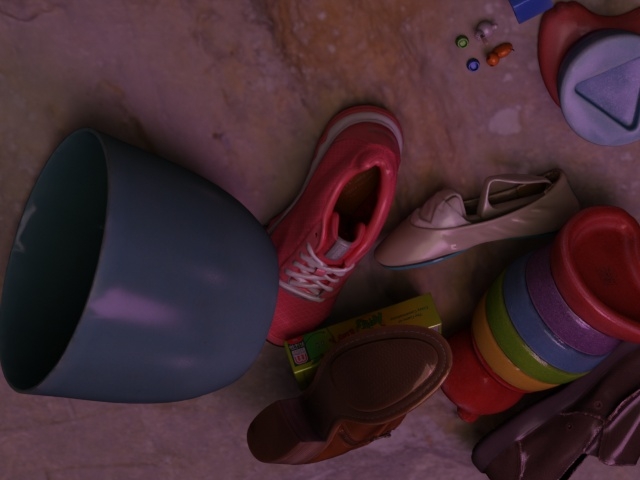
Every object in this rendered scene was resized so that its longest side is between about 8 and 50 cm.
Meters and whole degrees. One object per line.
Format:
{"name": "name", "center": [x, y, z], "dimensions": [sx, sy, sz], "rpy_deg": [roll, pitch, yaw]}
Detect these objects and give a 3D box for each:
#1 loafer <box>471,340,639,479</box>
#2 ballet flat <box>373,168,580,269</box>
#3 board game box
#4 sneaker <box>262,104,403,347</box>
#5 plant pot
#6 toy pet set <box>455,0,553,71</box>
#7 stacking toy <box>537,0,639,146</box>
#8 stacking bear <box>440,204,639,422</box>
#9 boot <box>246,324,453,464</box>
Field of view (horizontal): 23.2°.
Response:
{"name": "loafer", "center": [0.359, 0.208, 1.887], "dimensions": [0.366, 0.134, 0.130], "rpy_deg": [-39, 73, 22]}
{"name": "ballet flat", "center": [0.178, -0.032, 1.808], "dimensions": [0.248, 0.086, 0.086], "rpy_deg": [-13, 115, -8]}
{"name": "board game box", "center": [0.052, 0.121, 1.850], "dimensions": [0.181, 0.092, 0.043], "rpy_deg": [-19, 71, -2]}
{"name": "sneaker", "center": [0.000, -0.001, 1.776], "dimensions": [0.116, 0.136, 0.313], "rpy_deg": [20, 112, -13]}
{"name": "plant pot", "center": [-0.188, 0.046, 1.713], "dimensions": [0.235, 0.293, 0.293], "rpy_deg": [15, 113, -28]}
{"name": "toy pet set", "center": [0.196, -0.250, 1.716], "dimensions": [0.114, 0.065, 0.122], "rpy_deg": [-26, 114, 7]}
{"name": "stacking toy", "center": [0.402, -0.237, 1.704], "dimensions": [0.309, 0.130, 0.279], "rpy_deg": [-5, 115, -3]}
{"name": "stacking bear", "center": [0.247, 0.107, 1.815], "dimensions": [0.164, 0.175, 0.289], "rpy_deg": [1, 148, -40]}
{"name": "boot", "center": [0.074, 0.180, 1.811], "dimensions": [0.283, 0.220, 0.109], "rpy_deg": [-39, 70, 25]}
